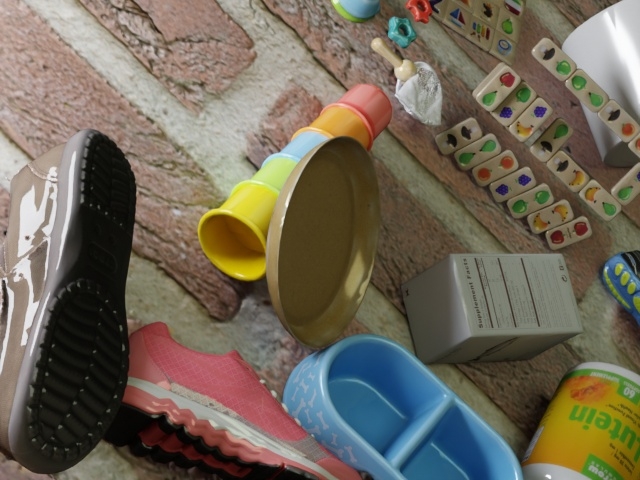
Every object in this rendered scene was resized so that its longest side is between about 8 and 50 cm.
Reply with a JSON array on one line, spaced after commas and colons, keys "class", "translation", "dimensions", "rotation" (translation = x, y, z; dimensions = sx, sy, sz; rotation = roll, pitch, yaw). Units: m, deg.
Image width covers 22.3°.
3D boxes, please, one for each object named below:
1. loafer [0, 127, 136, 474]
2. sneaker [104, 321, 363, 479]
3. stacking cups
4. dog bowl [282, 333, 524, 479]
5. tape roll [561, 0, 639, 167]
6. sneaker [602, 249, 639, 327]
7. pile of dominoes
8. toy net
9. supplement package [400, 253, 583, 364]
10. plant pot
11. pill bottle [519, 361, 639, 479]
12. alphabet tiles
[{"class": "loafer", "translation": [-0.266, 0.065, 1.592], "dimensions": [0.134, 0.130, 0.366], "rotation": [47, 39, -43]}, {"class": "sneaker", "translation": [-0.074, 0.182, 1.666], "dimensions": [0.314, 0.116, 0.136], "rotation": [29, 53, -21]}, {"class": "stacking cups", "translation": [-0.016, -0.084, 1.850], "dimensions": [0.096, 0.096, 0.316], "rotation": [47, 50, -7]}, {"class": "dog bowl", "translation": [0.097, 0.221, 1.759], "dimensions": [0.297, 0.074, 0.166], "rotation": [42, 51, 5]}, {"class": "tape roll", "translation": [0.463, -0.219, 2.159], "dimensions": [0.246, 0.246, 0.169], "rotation": [-7, 73, -37]}, {"class": "sneaker", "translation": [0.444, 0.092, 2.108], "dimensions": [0.078, 0.067, 0.188], "rotation": [-29, 84, -34]}, {"class": "pile of dominoes", "translation": [0.292, -0.111, 2.031], "dimensions": [0.251, 0.196, 0.040], "rotation": [41, 10, -12]}, {"class": "toy net", "translation": [0.102, -0.244, 2.048], "dimensions": [0.122, 0.045, 0.232], "rotation": [-15, 79, -41]}, {"class": "supplement package", "translation": [0.203, 0.080, 1.918], "dimensions": [0.179, 0.105, 0.105], "rotation": [0, 68, -35]}, {"class": "plant pot", "translation": [0.000, 0.000, 1.787], "dimensions": [0.236, 0.032, 0.236], "rotation": [-30, 124, -57]}, {"class": "pill bottle", "translation": [0.299, 0.271, 1.868], "dimensions": [0.136, 0.136, 0.246], "rotation": [41, 54, -12]}, {"class": "alphabet tiles", "translation": [0.182, -0.367, 2.187], "dimensions": [0.237, 0.009, 0.198], "rotation": [29, 54, -20]}]
